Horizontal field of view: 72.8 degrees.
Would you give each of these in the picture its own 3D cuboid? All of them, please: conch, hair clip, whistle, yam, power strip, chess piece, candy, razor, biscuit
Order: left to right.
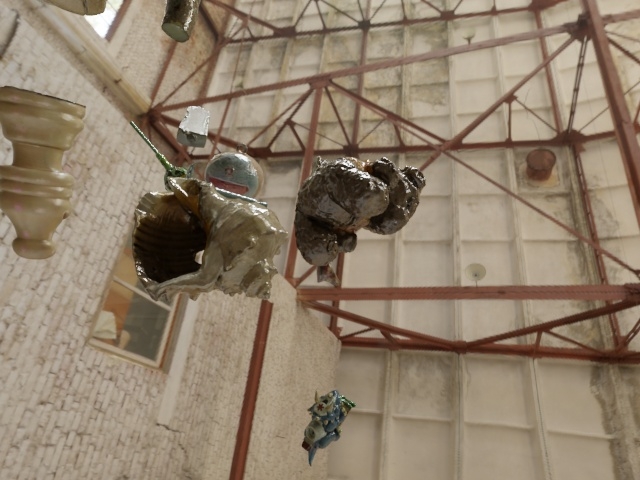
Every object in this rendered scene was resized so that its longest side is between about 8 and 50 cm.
[{"bbox_3d":[-0.540,-0.117,0.819,0.124,0.138,0.308,10,-85,28],"label":"chess piece"},{"bbox_3d":[-0.500,-0.253,1.338,0.091,0.083,0.305,-46,-101,17],"label":"candy"},{"bbox_3d":[-0.218,-0.451,0.736,0.061,0.061,0.274,-3,-112,21],"label":"yam"},{"bbox_3d":[-0.378,-0.349,1.310,0.286,0.080,0.048,-107,-145,-56],"label":"power strip"},{"bbox_3d":[-0.212,0.015,0.806,0.263,0.186,0.324,-30,-134,-28],"label":"conch"},{"bbox_3d":[-0.257,-0.125,1.179,0.231,0.068,0.106,15,-125,-13],"label":"razor"},{"bbox_3d":[-0.282,-0.130,1.343,0.189,0.189,0.348,18,-82,30],"label":"whistle"},{"bbox_3d":[-0.007,0.004,1.285,0.069,0.301,0.173,-17,-167,-8],"label":"hair clip"},{"bbox_3d":[0.045,0.427,1.065,0.046,0.016,0.089,33,-90,12],"label":"biscuit"}]

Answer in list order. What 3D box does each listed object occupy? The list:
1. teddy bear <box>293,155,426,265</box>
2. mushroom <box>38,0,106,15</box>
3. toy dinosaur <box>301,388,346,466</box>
[{"bbox_3d":[0.062,-0.058,0.635,0.177,0.190,0.140,-54,-134,40],"label":"teddy bear"},{"bbox_3d":[-0.295,-0.300,0.461,0.223,0.081,0.092,48,-63,28],"label":"mushroom"},{"bbox_3d":[0.001,0.203,0.477,0.030,0.047,0.083,23,-73,38],"label":"toy dinosaur"}]
